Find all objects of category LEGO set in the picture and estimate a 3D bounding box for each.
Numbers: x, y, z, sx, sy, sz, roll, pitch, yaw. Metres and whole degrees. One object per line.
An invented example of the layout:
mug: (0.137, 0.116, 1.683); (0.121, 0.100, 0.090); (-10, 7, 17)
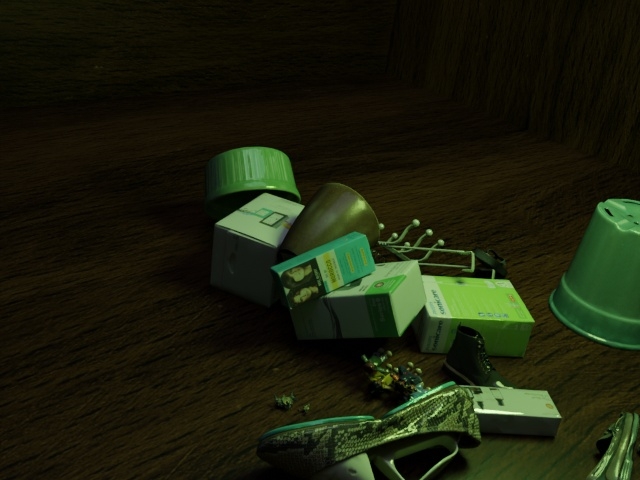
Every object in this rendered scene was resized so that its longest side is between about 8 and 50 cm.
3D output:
LEGO set: (-0.066, 0.362, 1.560); (0.083, 0.023, 0.054); (33, 36, 16)

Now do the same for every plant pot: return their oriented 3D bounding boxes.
plant pot: (0.872, 0.080, 2.030); (0.340, 0.334, 0.341); (8, 27, -4)
plant pot: (0.000, 0.000, 1.839); (0.215, 0.215, 0.230); (26, 50, 31)

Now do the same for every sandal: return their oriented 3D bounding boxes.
sandal: (0.531, 0.060, 2.163); (0.097, 0.055, 0.254); (33, 3, 21)

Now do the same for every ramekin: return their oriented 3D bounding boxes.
ramekin: (-0.221, -0.174, 2.215); (0.303, 0.303, 0.148); (-2, 72, -20)

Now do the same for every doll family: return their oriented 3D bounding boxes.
doll family: (0.173, 0.330, 1.631); (0.192, 0.076, 0.111); (24, 26, 21)

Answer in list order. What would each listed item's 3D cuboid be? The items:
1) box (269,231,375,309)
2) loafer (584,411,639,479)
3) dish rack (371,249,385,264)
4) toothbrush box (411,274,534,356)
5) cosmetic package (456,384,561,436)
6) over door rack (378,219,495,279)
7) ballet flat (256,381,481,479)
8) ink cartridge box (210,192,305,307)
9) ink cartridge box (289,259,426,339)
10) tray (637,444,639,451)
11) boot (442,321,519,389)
box: (0.008, 0.070, 1.721); (0.244, 0.101, 0.060); (-24, 18, -19)
loafer: (0.626, 0.448, 1.517); (0.084, 0.096, 0.267); (14, 29, 23)
dish rack: (0.092, 0.057, 2.111); (0.208, 0.074, 0.271); (-4, 30, -34)
toothbrush box: (0.392, 0.199, 1.892); (0.283, 0.122, 0.206); (5, 28, -10)
cosmetic package: (0.412, 0.384, 1.607); (0.238, 0.061, 0.099); (5, 28, -7)
over door rack: (0.343, 0.029, 2.074); (0.324, 0.108, 0.239); (17, -6, 32)
ballet flat: (0.122, 0.411, 1.390); (0.482, 0.164, 0.182); (-7, 59, -26)
ink cartridge box: (-0.153, 0.021, 1.991); (0.197, 0.198, 0.270); (20, 30, 19)
ink cartridge box: (0.092, 0.151, 1.779); (0.289, 0.122, 0.211); (-7, 17, 29)
tray: (0.789, 0.348, 1.560); (0.030, 0.271, 0.145); (34, 36, 32)
boot: (0.394, 0.293, 1.692); (0.197, 0.137, 0.077); (23, 30, 24)
